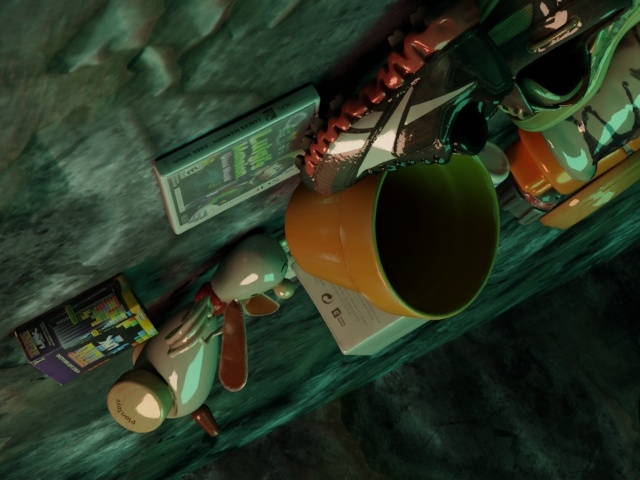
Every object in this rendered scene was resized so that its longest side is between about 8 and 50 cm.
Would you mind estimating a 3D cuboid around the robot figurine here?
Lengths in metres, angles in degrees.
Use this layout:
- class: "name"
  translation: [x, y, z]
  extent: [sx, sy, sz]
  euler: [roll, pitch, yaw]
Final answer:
- class: "robot figurine"
  translation: [0.365, -0.149, 1.680]
  extent: [0.219, 0.128, 0.158]
  euler: [-34, 124, 16]

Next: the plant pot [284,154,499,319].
- class: "plant pot"
  translation: [0.067, -0.018, 1.370]
  extent: [0.205, 0.205, 0.188]
  euler: [-18, -167, -40]

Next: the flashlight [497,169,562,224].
- class: "flashlight"
  translation: [0.398, -0.140, 1.840]
  extent: [0.103, 0.103, 0.304]
  euler: [-16, 162, -45]

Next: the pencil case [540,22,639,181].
- class: "pencil case"
  translation: [0.419, -0.236, 1.400]
  extent: [0.410, 0.160, 0.183]
  euler: [-37, 141, 23]

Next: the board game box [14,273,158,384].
- class: "board game box"
  translation: [-0.277, 0.110, 1.450]
  extent: [0.141, 0.048, 0.170]
  euler: [-30, 167, -7]

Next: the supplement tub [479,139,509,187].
- class: "supplement tub"
  translation: [0.209, -0.088, 1.698]
  extent: [0.071, 0.071, 0.107]
  euler: [-18, 163, -41]

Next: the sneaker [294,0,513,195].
- class: "sneaker"
  translation: [0.083, -0.111, 1.171]
  extent: [0.276, 0.135, 0.097]
  euler: [-44, 176, 40]

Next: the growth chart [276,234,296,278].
- class: "growth chart"
  translation: [0.000, 0.000, 1.690]
  extent: [0.172, 0.021, 0.237]
  euler: [-27, 167, -16]

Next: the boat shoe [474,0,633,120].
- class: "boat shoe"
  translation: [0.195, -0.180, 1.201]
  extent: [0.132, 0.130, 0.355]
  euler: [-25, 166, -19]

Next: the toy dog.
- class: "toy dog"
  translation: [-0.136, 0.150, 1.582]
  extent: [0.334, 0.161, 0.220]
  euler: [-39, -166, 48]

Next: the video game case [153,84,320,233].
- class: "video game case"
  translation: [-0.082, -0.078, 1.229]
  extent: [0.173, 0.022, 0.190]
  euler: [-28, 166, -10]

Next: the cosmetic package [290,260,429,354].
- class: "cosmetic package"
  translation: [0.077, 0.063, 1.713]
  extent: [0.151, 0.151, 0.184]
  euler: [-33, 166, 9]

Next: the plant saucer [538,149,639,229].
- class: "plant saucer"
  translation: [0.413, -0.075, 1.774]
  extent: [0.200, 0.037, 0.200]
  euler: [-34, 176, -3]

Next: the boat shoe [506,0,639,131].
- class: "boat shoe"
  translation: [0.267, -0.224, 1.288]
  extent: [0.089, 0.104, 0.285]
  euler: [-14, 149, -37]
